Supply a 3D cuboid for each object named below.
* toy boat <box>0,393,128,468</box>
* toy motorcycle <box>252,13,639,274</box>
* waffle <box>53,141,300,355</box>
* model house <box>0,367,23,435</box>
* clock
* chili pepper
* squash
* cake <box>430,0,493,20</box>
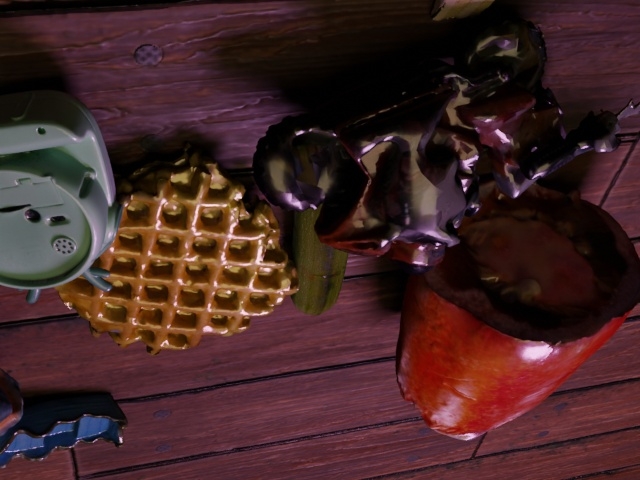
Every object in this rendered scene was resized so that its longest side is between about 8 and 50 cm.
[{"bbox_3d":[-0.330,0.247,1.055,0.186,0.077,0.075,-4,140,-28],"label":"toy boat"},{"bbox_3d":[0.146,-0.092,0.787,0.401,0.134,0.207,-29,121,-4],"label":"toy motorcycle"},{"bbox_3d":[-0.153,0.025,0.872,0.245,0.052,0.254,-24,134,12],"label":"waffle"},{"bbox_3d":[-0.442,0.186,0.907,0.253,0.184,0.291,-39,173,-4],"label":"model house"},{"bbox_3d":[-0.249,-0.023,0.738,0.159,0.066,0.211,-10,129,5],"label":"clock"},{"bbox_3d":[0.209,0.082,1.009,0.251,0.229,0.305,-37,162,-24],"label":"chili pepper"},{"bbox_3d":[0.000,0.000,0.911,0.066,0.066,0.229,-8,142,-13],"label":"squash"},{"bbox_3d":[0.133,-0.228,0.713,0.052,0.065,0.121,-3,162,-19],"label":"cake"}]
